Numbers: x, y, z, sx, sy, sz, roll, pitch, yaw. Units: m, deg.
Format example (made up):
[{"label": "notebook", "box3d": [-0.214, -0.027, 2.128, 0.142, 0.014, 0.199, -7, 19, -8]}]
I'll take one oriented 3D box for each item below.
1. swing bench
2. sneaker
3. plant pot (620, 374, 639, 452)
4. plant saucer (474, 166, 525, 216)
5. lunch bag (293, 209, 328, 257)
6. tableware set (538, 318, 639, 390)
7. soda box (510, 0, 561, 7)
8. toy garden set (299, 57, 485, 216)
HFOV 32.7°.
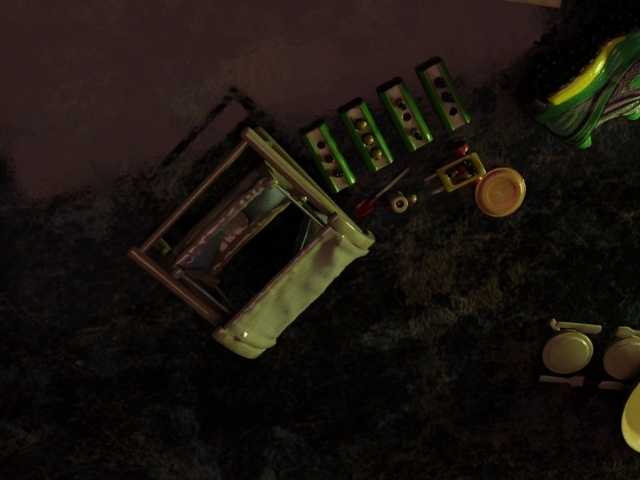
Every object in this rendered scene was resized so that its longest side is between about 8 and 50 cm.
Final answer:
[{"label": "swing bench", "box3d": [-0.095, 0.008, 1.600, 0.255, 0.165, 0.253, 44, 98, -2]}, {"label": "sneaker", "box3d": [0.472, -0.278, 1.648, 0.344, 0.134, 0.146, -37, 119, 16]}, {"label": "plant pot", "box3d": [0.621, 0.273, 1.898, 0.236, 0.032, 0.236, -10, 124, -15]}, {"label": "plant saucer", "box3d": [0.287, -0.077, 1.744, 0.084, 0.013, 0.083, -3, 111, -9]}, {"label": "lunch bag", "box3d": [0.000, 0.000, 1.708, 0.071, 0.053, 0.083, 15, 97, -14]}, {"label": "tableware set", "box3d": [0.471, 0.188, 1.863, 0.194, 0.039, 0.128, 7, 119, -6]}, {"label": "soda box", "box3d": [0.264, -0.385, 1.597, 0.181, 0.058, 0.061, 5, 110, -12]}, {"label": "toy garden set", "box3d": [0.124, -0.131, 1.677, 0.244, 0.049, 0.203, -29, 112, 3]}]
